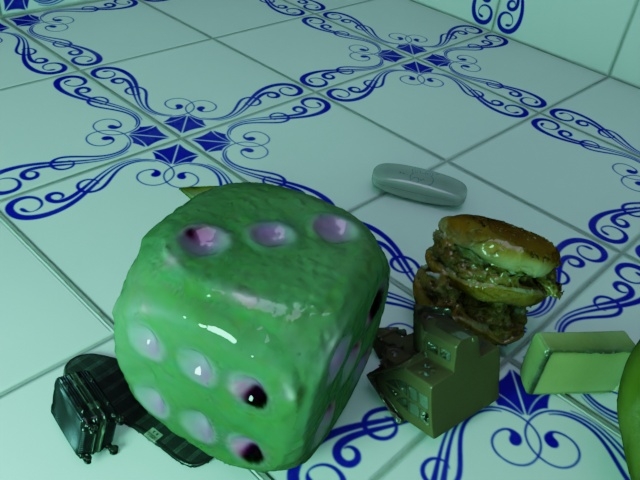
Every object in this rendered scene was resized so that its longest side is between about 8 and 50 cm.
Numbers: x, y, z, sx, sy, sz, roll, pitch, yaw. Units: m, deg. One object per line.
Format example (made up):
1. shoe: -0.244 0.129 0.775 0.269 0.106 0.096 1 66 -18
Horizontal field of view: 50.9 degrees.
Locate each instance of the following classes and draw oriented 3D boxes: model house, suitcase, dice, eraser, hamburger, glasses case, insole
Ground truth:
1. model house: 0.157 0.184 1.147 0.181 0.176 0.248 -21 29 -33
2. suitcase: -0.350 0.258 1.000 0.059 0.086 0.126 -8 38 -44
3. dice: -0.096 0.123 1.020 0.322 0.318 0.330 23 37 18
4. eraser: 0.445 0.212 1.170 0.172 0.117 0.058 0 38 -9
5. hamburger: 0.317 0.066 1.255 0.261 0.211 0.245 27 21 24
6. glasses case: 0.240 -0.137 1.639 0.234 0.059 0.092 16 36 9
7. insole: -0.286 0.262 1.067 0.310 0.012 0.110 28 41 26

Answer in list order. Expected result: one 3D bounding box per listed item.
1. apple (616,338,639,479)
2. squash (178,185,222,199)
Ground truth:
1. apple: 0.653 0.262 0.891 0.474 0.473 0.473 5 37 -4
2. squash: -0.132 -0.077 1.413 0.237 0.204 0.155 30 77 24
